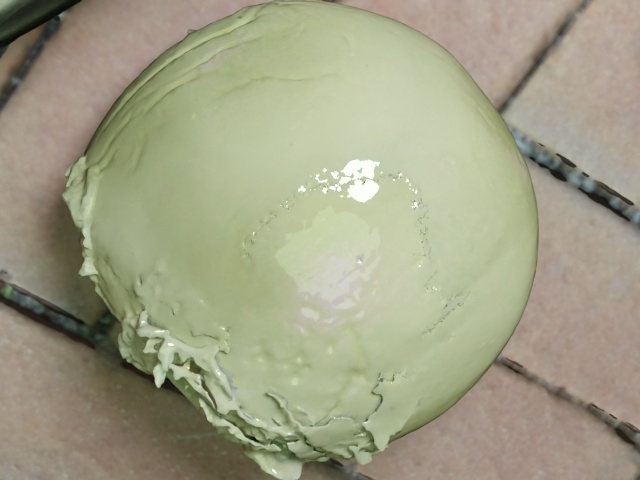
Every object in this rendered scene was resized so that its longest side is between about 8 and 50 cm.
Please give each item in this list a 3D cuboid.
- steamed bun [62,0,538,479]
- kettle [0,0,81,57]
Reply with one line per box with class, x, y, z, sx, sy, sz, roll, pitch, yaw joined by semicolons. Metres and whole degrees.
steamed bun;0.000;0.000;1.054;0.334;0.233;0.312;37;110;-21
kettle;-0.270;-0.257;0.921;0.324;0.228;0.321;-32;105;17
